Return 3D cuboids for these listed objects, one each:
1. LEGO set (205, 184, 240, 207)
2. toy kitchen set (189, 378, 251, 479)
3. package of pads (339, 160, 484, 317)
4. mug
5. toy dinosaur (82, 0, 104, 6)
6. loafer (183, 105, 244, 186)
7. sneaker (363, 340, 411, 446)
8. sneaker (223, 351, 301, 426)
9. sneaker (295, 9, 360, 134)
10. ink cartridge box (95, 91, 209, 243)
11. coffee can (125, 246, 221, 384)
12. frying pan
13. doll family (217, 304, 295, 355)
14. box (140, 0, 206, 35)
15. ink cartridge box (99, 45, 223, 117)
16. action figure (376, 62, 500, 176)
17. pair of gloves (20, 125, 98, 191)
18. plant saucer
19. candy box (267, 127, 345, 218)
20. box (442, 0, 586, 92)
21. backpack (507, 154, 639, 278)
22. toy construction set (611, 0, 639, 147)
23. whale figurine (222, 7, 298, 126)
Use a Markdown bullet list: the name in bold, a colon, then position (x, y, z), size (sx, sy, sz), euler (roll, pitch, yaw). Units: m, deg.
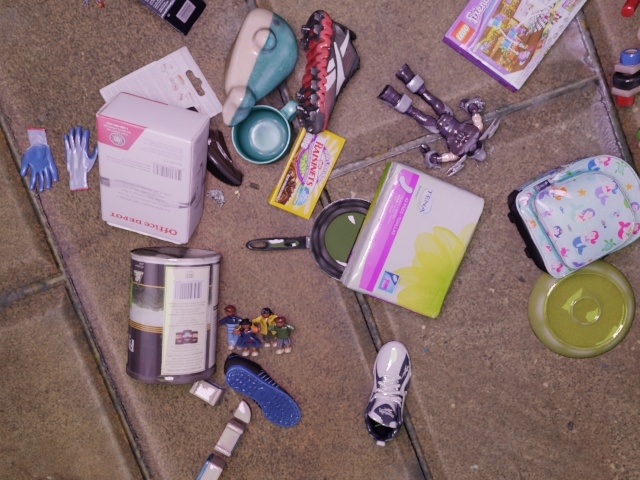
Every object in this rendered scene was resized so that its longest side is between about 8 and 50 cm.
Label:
- **LEGO set**: position (-0.232, -0.108, 1.431), size (0.083, 0.023, 0.054), euler (-25, 93, 7)
- **toy kitchen set**: position (-0.276, 0.455, 1.466), size (0.166, 0.122, 0.207), euler (29, 77, 2)
- **package of pads**: position (0.206, 0.001, 1.336), size (0.229, 0.101, 0.296), euler (21, 93, -13)
- **mug**: position (-0.113, -0.238, 1.370), size (0.158, 0.097, 0.129), euler (-8, 95, 5)
- **toy dinosaur**: position (-0.525, -0.582, 1.401), size (0.082, 0.047, 0.090), euler (39, 87, -18)
- **loafer**: position (-0.244, -0.217, 1.383), size (0.078, 0.080, 0.220), euler (-47, 109, -18)
- **sneaker**: position (0.155, 0.357, 1.380), size (0.094, 0.153, 0.234), euler (18, 97, 1)
- **sneaker**: position (-0.137, 0.351, 1.449), size (0.081, 0.090, 0.232), euler (-41, 112, 7)
- **sneaker**: position (0.023, -0.357, 1.323), size (0.135, 0.098, 0.275), euler (11, 78, -28)
- **ink cartridge box**: position (-0.364, -0.152, 1.326), size (0.208, 0.117, 0.282), euler (16, 131, 1)
- **coffee can**: position (-0.332, 0.162, 1.379), size (0.202, 0.201, 0.275), euler (4, 96, 5)
- **frying pan**: position (0.015, 0.026, 1.408), size (0.326, 0.053, 0.197), euler (-24, 94, 7)
- **doll family**: position (-0.154, 0.206, 1.430), size (0.193, 0.076, 0.111), euler (-7, 115, 1)
- **box**: position (-0.355, -0.549, 1.329), size (0.158, 0.156, 0.093), euler (37, 97, 1)
- **ink cartridge box**: position (-0.367, -0.320, 1.419), size (0.225, 0.056, 0.180), euler (-32, 92, -11)
- **action figure**: position (0.266, -0.265, 1.340), size (0.285, 0.099, 0.185), euler (40, 91, -4)
- **pair of gloves**: position (-0.627, -0.195, 1.457), size (0.199, 0.023, 0.159), euler (1, 96, 6)
- **plant saucer**: position (0.598, 0.157, 1.380), size (0.241, 0.037, 0.240), euler (1, 96, 5)
- **candy box**: position (-0.031, -0.160, 1.388), size (0.105, 0.027, 0.205), euler (21, 98, -25)
- **box**: position (0.435, -0.501, 1.315), size (0.201, 0.057, 0.293), euler (37, 98, 0)
- **backpack**: position (0.559, -0.062, 1.293), size (0.254, 0.191, 0.225), euler (-26, 92, 2)
- **toy construction set**: position (0.736, -0.402, 1.242), size (0.308, 0.258, 0.237), euler (51, 53, -17)
- **whale figurine**: position (-0.129, -0.360, 1.295), size (0.141, 0.216, 0.271), euler (20, 59, -19)
